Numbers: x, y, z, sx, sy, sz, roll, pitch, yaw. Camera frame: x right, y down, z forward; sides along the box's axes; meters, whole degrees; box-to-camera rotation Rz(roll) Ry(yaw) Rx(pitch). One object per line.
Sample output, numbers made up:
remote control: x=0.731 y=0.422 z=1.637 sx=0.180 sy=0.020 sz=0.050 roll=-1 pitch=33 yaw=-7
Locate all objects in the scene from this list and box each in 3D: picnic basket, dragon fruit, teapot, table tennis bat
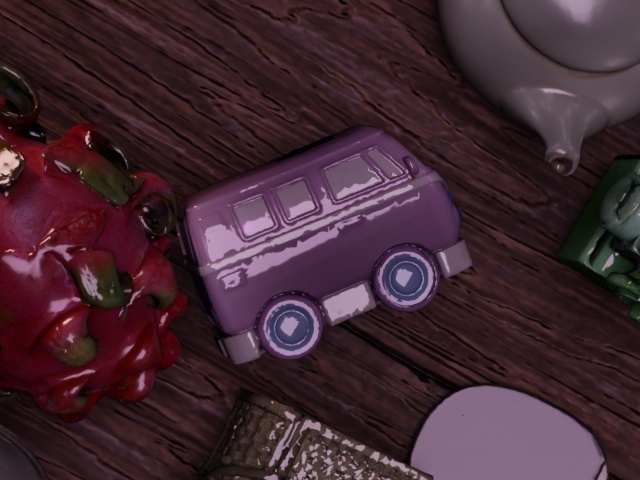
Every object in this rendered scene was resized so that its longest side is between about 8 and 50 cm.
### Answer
picnic basket: x=-0.037 y=0.226 z=1.415 sx=0.154 sy=0.134 sz=0.196 roll=28 pitch=85 yaw=-11
dragon fruit: x=-0.211 y=-0.003 z=1.373 sx=0.218 sy=0.198 sz=0.273 roll=-21 pitch=68 yaw=19
teapot: x=0.251 y=-0.202 z=1.458 sx=0.318 sy=0.149 sz=0.220 roll=-25 pitch=94 yaw=-8
table tennis bat: x=0.187 y=0.206 z=1.487 sx=0.246 sy=0.022 sz=0.138 roll=26 pitch=85 yaw=2

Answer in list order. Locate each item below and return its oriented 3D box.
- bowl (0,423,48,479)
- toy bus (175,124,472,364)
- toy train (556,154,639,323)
bowl: x=-0.369 y=0.168 z=1.323 sx=0.337 sy=0.337 sz=0.157 roll=-18 pitch=51 yaw=-9
toy bus: x=0.000 y=0.000 z=1.419 sx=0.202 sy=0.142 sz=0.142 roll=-22 pitch=93 yaw=-8
toy train: x=0.307 y=0.029 z=1.443 sx=0.243 sy=0.188 sz=0.132 roll=31 pitch=89 yaw=-6
